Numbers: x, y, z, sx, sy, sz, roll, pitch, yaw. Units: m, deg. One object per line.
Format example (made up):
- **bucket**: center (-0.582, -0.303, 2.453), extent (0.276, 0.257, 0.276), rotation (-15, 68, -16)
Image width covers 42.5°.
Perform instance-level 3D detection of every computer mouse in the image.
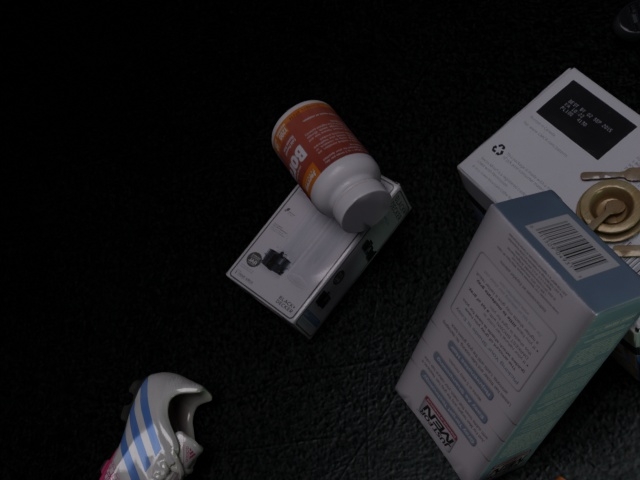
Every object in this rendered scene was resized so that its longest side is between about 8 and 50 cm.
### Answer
- **computer mouse**: center (0.610, -0.380, 1.371), extent (0.242, 0.041, 0.071), rotation (-10, 70, 10)

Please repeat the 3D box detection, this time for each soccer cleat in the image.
- **soccer cleat**: center (-0.267, 0.367, 1.296), extent (0.143, 0.116, 0.331), rotation (3, 66, 23)

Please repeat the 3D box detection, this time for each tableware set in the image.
- **tableware set**: center (0.413, -0.043, 1.004), extent (0.194, 0.039, 0.128), rotation (-3, 64, 20)

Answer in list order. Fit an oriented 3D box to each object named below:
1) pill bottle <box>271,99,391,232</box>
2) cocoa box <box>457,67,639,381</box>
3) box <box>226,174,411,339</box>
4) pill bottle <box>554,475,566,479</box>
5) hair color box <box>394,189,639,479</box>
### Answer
- **pill bottle**: center (0.019, -0.117, 1.315), extent (0.121, 0.121, 0.216), rotation (-36, 56, 2)
- **cocoa box**: center (0.403, -0.022, 1.156), extent (0.231, 0.228, 0.347), rotation (-40, 58, -2)
- **box**: center (0.000, 0.000, 1.390), extent (0.169, 0.087, 0.290), rotation (32, 80, 31)
- **pill bottle**: center (0.252, 0.417, 1.057), extent (0.246, 0.130, 0.130), rotation (-42, 58, -3)
- **hair color box**: center (0.244, 0.138, 1.066), extent (0.114, 0.374, 0.185), rotation (-13, 51, -32)
